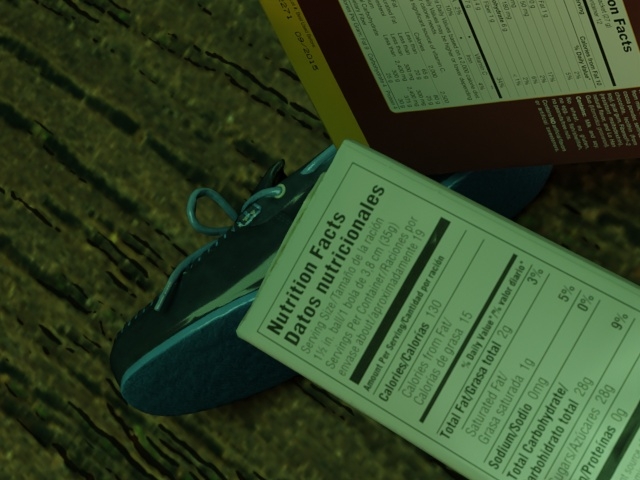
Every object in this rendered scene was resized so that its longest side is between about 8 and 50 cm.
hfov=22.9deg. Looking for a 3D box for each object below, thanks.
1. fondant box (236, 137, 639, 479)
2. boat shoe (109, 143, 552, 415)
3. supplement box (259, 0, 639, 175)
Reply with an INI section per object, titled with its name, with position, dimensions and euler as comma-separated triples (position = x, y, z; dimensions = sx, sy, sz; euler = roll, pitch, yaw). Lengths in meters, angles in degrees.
[fondant box]
position = 0.161, 0.094, 0.631
dimensions = 0.330, 0.238, 0.096
euler = 31, 91, 31
[boat shoe]
position = 0.000, 0.000, 0.839
dimensions = 0.258, 0.109, 0.089
euler = -30, 57, 0
[supplement box]
position = 0.103, -0.146, 0.748
dimensions = 0.194, 0.129, 0.191
euler = -3, 47, 28
